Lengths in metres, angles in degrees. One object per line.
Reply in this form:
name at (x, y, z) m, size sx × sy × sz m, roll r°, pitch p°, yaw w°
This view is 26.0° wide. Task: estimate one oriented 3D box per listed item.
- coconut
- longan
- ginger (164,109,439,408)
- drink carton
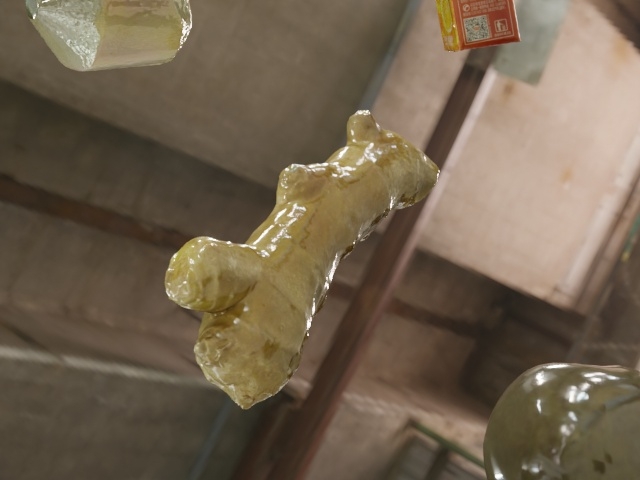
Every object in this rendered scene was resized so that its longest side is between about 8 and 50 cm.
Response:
coconut at (-0.170, -0.187, 1.071) m, size 0.122 × 0.116 × 0.116 m, roll -11°, pitch -56°, yaw -37°
longan at (0.311, 0.245, 1.610) m, size 0.248 × 0.248 × 0.248 m, roll -37°, pitch -38°, yaw -36°
ginger at (-0.003, 0.000, 0.953) m, size 0.299 × 0.065 × 0.118 m, roll -44°, pitch -57°, yaw -49°
drink carton at (0.156, -0.319, 1.498) m, size 0.096 × 0.071 × 0.223 m, roll -119°, pitch 19°, yaw -81°
